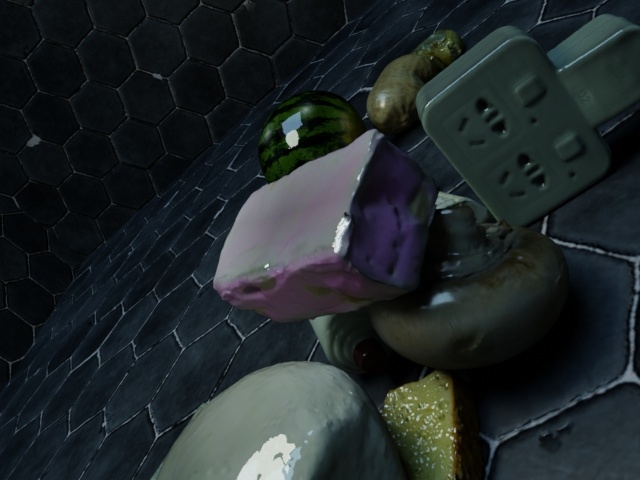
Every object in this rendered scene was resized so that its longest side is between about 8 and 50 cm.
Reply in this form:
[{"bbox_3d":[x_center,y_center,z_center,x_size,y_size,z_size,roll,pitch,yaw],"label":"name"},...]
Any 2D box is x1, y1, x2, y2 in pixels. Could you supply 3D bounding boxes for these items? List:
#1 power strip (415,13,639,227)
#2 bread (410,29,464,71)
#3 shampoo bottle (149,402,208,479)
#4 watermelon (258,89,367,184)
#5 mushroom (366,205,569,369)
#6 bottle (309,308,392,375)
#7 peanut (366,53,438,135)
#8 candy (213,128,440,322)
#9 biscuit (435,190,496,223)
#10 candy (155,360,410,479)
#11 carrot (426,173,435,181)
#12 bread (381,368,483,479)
[{"bbox_3d":[0.286,-0.180,0.756,0.261,0.229,0.141,-36,24,22],"label":"power strip"},{"bbox_3d":[0.289,-0.471,1.435,0.117,0.064,0.156,-48,22,-1],"label":"bread"},{"bbox_3d":[-0.210,0.370,0.872,0.118,0.087,0.234,-4,47,58],"label":"shampoo bottle"},{"bbox_3d":[-0.012,-0.194,1.267,0.269,0.269,0.269,-37,25,20],"label":"watermelon"},{"bbox_3d":[0.158,0.042,0.650,0.226,0.178,0.226,-8,21,3],"label":"mushroom"},{"bbox_3d":[0.040,0.117,0.844,0.104,0.104,0.245,-44,22,3],"label":"bottle"},{"bbox_3d":[0.191,-0.339,1.321,0.122,0.137,0.253,91,-162,-49],"label":"peanut"},{"bbox_3d":[0.000,0.000,0.655,0.265,0.115,0.156,-18,44,51],"label":"candy"},{"bbox_3d":[0.086,0.000,0.846,0.309,0.079,0.186,-28,23,-22],"label":"biscuit"},{"bbox_3d":[-0.091,0.309,0.603,0.427,0.186,0.387,-25,40,62],"label":"candy"},{"bbox_3d":[0.135,-0.017,0.984,0.057,0.057,0.224,-12,45,52],"label":"carrot"},{"bbox_3d":[0.116,0.220,0.609,0.103,0.065,0.188,-24,33,31],"label":"bread"}]
